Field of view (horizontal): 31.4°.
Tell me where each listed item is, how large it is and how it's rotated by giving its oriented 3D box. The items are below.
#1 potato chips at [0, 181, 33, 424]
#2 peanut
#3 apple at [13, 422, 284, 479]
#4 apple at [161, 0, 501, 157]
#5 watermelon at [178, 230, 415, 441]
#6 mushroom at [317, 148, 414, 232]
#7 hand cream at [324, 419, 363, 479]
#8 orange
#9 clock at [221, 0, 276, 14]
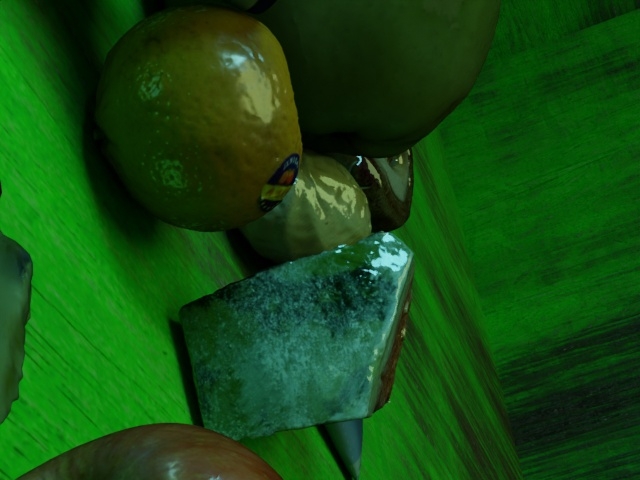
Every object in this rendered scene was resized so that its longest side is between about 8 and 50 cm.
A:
[{"bbox_3d":[-0.207,-0.070,0.442,0.389,0.097,0.373,-60,146,-76],"label":"potato chips"},{"bbox_3d":[0.000,0.000,1.183,0.290,0.130,0.130,58,18,-51],"label":"peanut"},{"bbox_3d":[-0.078,0.182,0.503,0.199,0.199,0.199,-19,90,-77],"label":"apple"},{"bbox_3d":[0.013,-0.258,1.134,0.357,0.357,0.357,-19,90,-77],"label":"apple"},{"bbox_3d":[-0.001,0.101,0.980,0.257,0.192,0.140,78,-3,-76],"label":"watermelon"},{"bbox_3d":[0.055,-0.113,1.604,0.194,0.138,0.231,77,16,-44],"label":"mushroom"},{"bbox_3d":[0.005,0.139,1.175,0.091,0.058,0.271,-87,160,-52],"label":"hand cream"},{"bbox_3d":[-0.090,-0.093,0.871,0.177,0.155,0.178,-3,90,-80],"label":"orange"},{"bbox_3d":[-0.039,-0.291,0.855,0.083,0.230,0.230,20,37,-20],"label":"clock"}]
